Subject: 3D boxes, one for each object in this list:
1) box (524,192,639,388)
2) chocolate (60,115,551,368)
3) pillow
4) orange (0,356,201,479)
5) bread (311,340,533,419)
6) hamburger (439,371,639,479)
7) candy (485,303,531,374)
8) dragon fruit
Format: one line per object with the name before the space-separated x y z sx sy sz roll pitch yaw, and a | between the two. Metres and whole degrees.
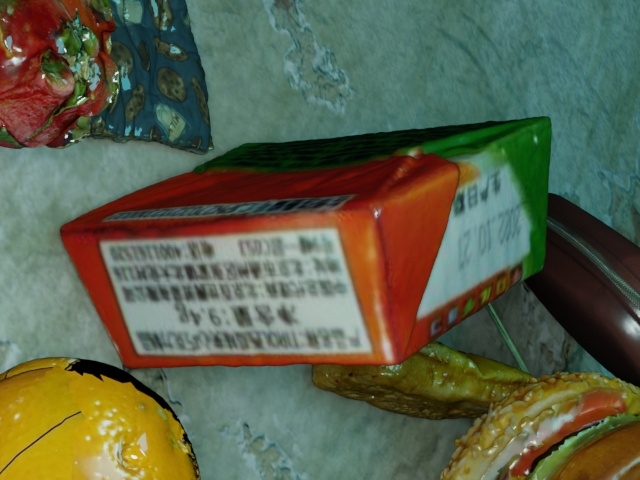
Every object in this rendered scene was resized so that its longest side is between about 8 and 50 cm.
box | 0.351 0.081 2.200 0.263 0.108 0.404 49 -1 -24
chocolate | 0.000 0.000 1.768 0.341 0.360 0.161 -28 110 -54
pillow | -0.200 -0.182 1.837 0.255 0.034 0.189 3 72 -53
orange | -0.204 0.206 1.541 0.234 0.182 0.234 19 58 -33
bread | 0.114 0.141 2.018 0.271 0.139 0.077 19 69 -45
hamburger | 0.281 0.306 2.000 0.330 0.250 0.330 -12 112 -32
candy | 0.213 0.102 2.250 0.202 0.061 0.061 59 36 -29
dragon fruit | -0.265 -0.197 1.617 0.198 0.200 0.269 45 41 -48
